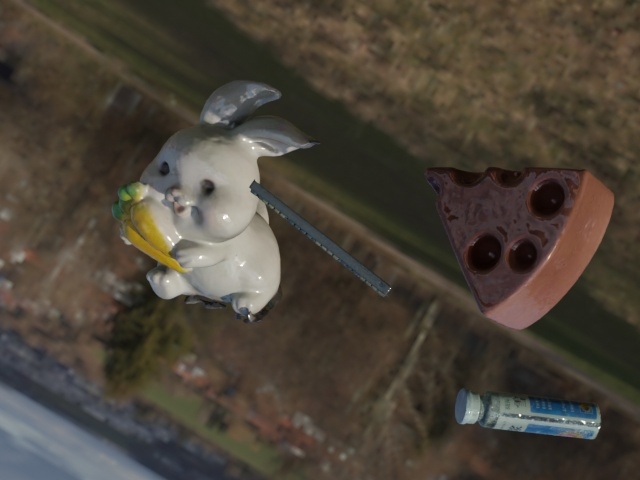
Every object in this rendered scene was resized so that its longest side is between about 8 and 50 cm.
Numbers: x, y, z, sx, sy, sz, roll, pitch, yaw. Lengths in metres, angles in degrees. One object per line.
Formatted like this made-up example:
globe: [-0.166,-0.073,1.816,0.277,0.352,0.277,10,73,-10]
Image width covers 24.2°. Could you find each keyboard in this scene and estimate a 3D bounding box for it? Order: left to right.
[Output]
keyboard: [0.001,-0.001,1.508,0.176,0.014,0.055,38,180,6]

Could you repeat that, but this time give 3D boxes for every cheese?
cheese: [0.247,-0.025,1.721,0.128,0.177,0.203,29,-143,-57]

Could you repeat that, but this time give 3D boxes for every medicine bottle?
medicine bottle: [0.275,0.229,1.972,0.191,0.051,0.051,9,173,-12]

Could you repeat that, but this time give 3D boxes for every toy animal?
toy animal: [-0.138,-0.048,2.025,0.183,0.247,0.310,36,143,40]
